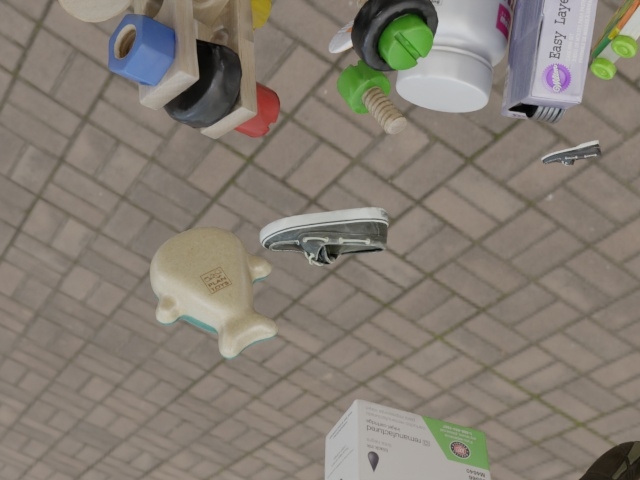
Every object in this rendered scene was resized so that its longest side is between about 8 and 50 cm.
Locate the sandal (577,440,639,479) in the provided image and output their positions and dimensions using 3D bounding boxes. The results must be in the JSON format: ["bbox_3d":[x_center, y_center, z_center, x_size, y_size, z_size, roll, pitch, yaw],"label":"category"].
[{"bbox_3d":[0.301,0.312,0.955,0.219,0.090,0.060,-36,112,-5],"label":"sandal"}]

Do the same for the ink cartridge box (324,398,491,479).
[{"bbox_3d":[0.113,0.362,1.055,0.198,0.273,0.115,17,133,-16],"label":"ink cartridge box"}]

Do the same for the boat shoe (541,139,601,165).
[{"bbox_3d":[0.532,-0.178,1.778,0.125,0.046,0.038,-16,87,26],"label":"boat shoe"}]

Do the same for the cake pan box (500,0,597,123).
[{"bbox_3d":[0.290,-0.284,1.061,0.070,0.267,0.246,8,-177,5],"label":"cake pan box"}]

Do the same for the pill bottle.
[{"bbox_3d":[0.200,-0.342,1.217,0.160,0.283,0.160,11,171,2],"label":"pill bottle"}]

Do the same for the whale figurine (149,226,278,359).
[{"bbox_3d":[-0.177,0.101,1.435,0.272,0.216,0.141,48,154,33],"label":"whale figurine"}]

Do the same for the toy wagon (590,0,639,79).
[{"bbox_3d":[0.701,-0.508,1.810,0.068,0.267,0.344,32,169,4],"label":"toy wagon"}]

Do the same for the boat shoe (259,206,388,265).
[{"bbox_3d":[0.000,0.000,1.283,0.219,0.070,0.078,-9,160,30],"label":"boat shoe"}]

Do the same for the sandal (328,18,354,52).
[{"bbox_3d":[0.139,-0.458,1.767,0.265,0.102,0.076,-39,118,-7],"label":"sandal"}]

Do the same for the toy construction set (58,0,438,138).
[{"bbox_3d":[-0.085,-0.220,0.512,0.308,0.237,0.257,-10,141,-30],"label":"toy construction set"}]
